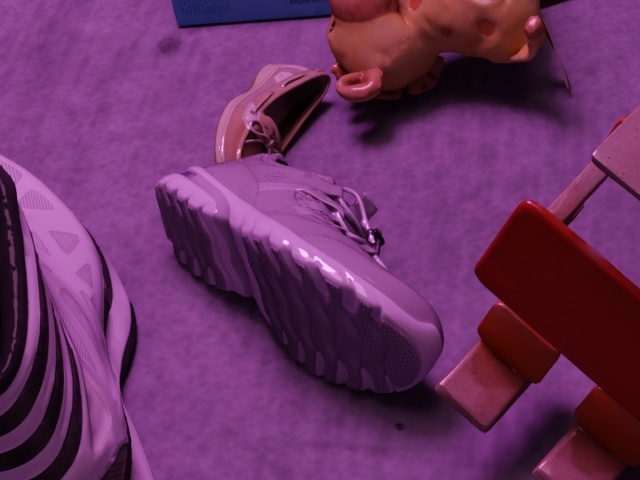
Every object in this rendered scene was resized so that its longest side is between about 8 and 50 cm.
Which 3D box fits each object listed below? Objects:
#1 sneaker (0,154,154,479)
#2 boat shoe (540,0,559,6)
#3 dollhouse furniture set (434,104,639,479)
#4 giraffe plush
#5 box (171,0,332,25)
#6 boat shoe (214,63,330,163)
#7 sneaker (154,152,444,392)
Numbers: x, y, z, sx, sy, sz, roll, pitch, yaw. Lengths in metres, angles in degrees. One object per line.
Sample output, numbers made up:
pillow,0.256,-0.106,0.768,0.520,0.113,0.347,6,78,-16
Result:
sneaker,-0.214,0.000,1.132,0.169,0.257,0.447,-19,37,-10
boat shoe,0.201,-0.235,1.513,0.152,0.056,0.049,-18,24,-10
dollhouse furniture set,0.192,0.080,0.950,0.259,0.262,0.135,41,57,10
giraffe plush,0.078,-0.186,1.402,0.170,0.210,0.181,-21,-4,11
box,-0.005,-0.244,1.564,0.244,0.060,0.100,-3,38,11
boat shoe,-0.038,-0.089,1.375,0.048,0.056,0.153,0,31,22
sneaker,0.000,0.000,1.204,0.115,0.105,0.281,-29,40,-22
